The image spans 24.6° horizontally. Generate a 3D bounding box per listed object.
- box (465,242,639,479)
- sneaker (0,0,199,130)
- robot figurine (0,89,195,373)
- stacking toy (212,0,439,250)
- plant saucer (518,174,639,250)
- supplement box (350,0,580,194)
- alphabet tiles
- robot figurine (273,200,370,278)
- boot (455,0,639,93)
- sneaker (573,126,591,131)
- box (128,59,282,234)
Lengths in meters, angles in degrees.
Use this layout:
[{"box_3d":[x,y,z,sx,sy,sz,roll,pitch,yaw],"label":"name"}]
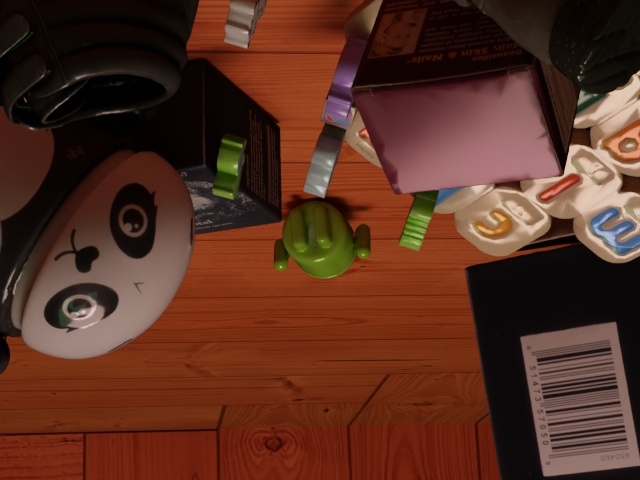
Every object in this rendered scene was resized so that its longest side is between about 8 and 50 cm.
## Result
[{"box_3d":[0.343,0.148,1.515,0.212,0.293,0.395,-13,174,29],"label":"box"},{"box_3d":[-0.205,-0.144,0.839,0.296,0.147,0.104,3,165,-13],"label":"sneaker"},{"box_3d":[-0.225,-0.032,1.051,0.278,0.173,0.209,32,135,8],"label":"robot figurine"},{"box_3d":[0.011,-0.081,1.030,0.167,0.052,0.221,17,138,3],"label":"stacking toy"},{"box_3d":[0.310,-0.038,1.337,0.311,0.050,0.310,-11,177,0],"label":"plant saucer"},{"box_3d":[0.096,-0.121,0.853,0.104,0.188,0.081,-5,132,24],"label":"supplement box"},{"box_3d":[0.159,-0.095,1.014,0.284,0.021,0.278,37,135,-19],"label":"alphabet tiles"},{"box_3d":[0.000,0.000,1.488,0.101,0.067,0.115,-11,162,8],"label":"robot figurine"},{"box_3d":[0.141,-0.208,0.732,0.161,0.246,0.083,40,-173,30],"label":"boot"},{"box_3d":[0.174,-0.094,1.159,0.121,0.099,0.262,-12,160,43],"label":"sneaker"},{"box_3d":[-0.132,-0.067,1.204,0.156,0.093,0.158,-8,161,20],"label":"box"}]
